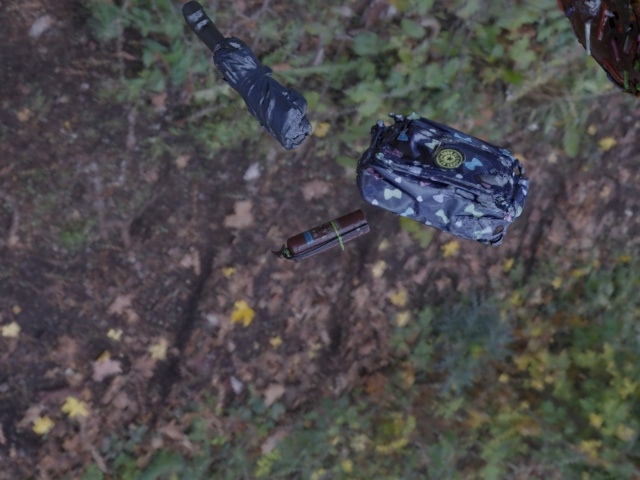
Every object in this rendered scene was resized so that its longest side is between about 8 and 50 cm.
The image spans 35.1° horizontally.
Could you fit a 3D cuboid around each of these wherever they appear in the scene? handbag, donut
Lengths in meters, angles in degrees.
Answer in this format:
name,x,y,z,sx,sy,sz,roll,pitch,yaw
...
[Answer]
name,x,y,z,sx,sy,sz,roll,pitch,yaw
handbag,0.185,-0.100,1.516,0.162,0.260,0.113,-61,170,-47
donut,0.282,-0.224,0.910,0.096,0.230,0.216,-33,-178,-2

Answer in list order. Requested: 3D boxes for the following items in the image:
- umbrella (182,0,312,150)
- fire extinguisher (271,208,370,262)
name,x,y,z,sx,sy,sz,roll,pitch,yaw
umbrella,-0.096,-0.223,1.333,0.071,0.248,0.071,-34,161,-14
fire extinguisher,0.000,0.000,1.349,0.132,0.056,0.039,-22,115,-4
